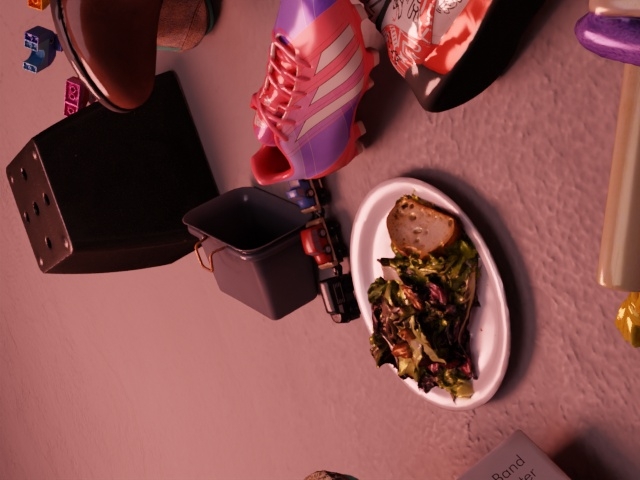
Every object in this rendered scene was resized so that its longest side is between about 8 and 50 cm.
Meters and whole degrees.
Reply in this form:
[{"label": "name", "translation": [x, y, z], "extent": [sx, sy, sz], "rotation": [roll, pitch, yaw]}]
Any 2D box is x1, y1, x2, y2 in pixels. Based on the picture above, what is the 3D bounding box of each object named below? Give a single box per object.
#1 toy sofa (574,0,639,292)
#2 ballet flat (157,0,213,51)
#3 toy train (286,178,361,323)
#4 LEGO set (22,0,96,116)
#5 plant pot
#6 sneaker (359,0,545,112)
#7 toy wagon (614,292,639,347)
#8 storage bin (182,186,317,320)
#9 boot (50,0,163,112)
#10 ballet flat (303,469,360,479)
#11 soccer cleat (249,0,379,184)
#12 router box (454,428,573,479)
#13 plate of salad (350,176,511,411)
[{"label": "toy sofa", "translation": [0.270, -0.014, 0.429], "extent": [0.362, 0.177, 0.150], "rotation": [19, 108, 51]}, {"label": "ballet flat", "translation": [-0.202, -0.331, 1.084], "extent": [0.107, 0.106, 0.316], "rotation": [-35, 76, 57]}, {"label": "toy train", "translation": [0.000, 0.000, 1.007], "extent": [0.027, 0.036, 0.158], "rotation": [-13, 94, 58]}, {"label": "LEGO set", "translation": [-0.283, -0.268, 1.277], "extent": [0.087, 0.093, 0.227], "rotation": [22, 125, 13]}, {"label": "plant pot", "translation": [-0.236, -0.054, 1.222], "extent": [0.187, 0.167, 0.188], "rotation": [-24, 87, 59]}, {"label": "sneaker", "translation": [0.097, -0.210, 0.700], "extent": [0.145, 0.090, 0.270], "rotation": [59, 149, 15]}, {"label": "toy wagon", "translation": [0.269, 0.156, 0.584], "extent": [0.267, 0.068, 0.344], "rotation": [92, 159, -56]}, {"label": "storage bin", "translation": [-0.066, 0.018, 1.076], "extent": [0.135, 0.098, 0.091], "rotation": [23, 135, 51]}, {"label": "boot", "translation": [-0.096, -0.245, 0.932], "extent": [0.280, 0.096, 0.264], "rotation": [1, 94, 33]}, {"label": "ballet flat", "translation": [0.002, 0.439, 0.924], "extent": [0.164, 0.182, 0.483], "rotation": [14, 118, 54]}, {"label": "soccer cleat", "translation": [-0.014, -0.118, 0.848], "extent": [0.083, 0.095, 0.248], "rotation": [61, 169, 22]}, {"label": "router box", "translation": [0.111, 0.342, 0.731], "extent": [0.301, 0.335, 0.082], "rotation": [44, 165, 36]}, {"label": "plate of salad", "translation": [0.077, 0.048, 0.903], "extent": [0.200, 0.048, 0.200], "rotation": [32, 131, 45]}]
